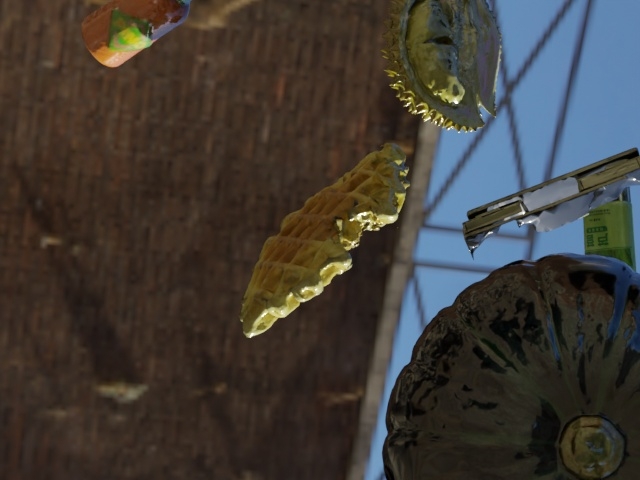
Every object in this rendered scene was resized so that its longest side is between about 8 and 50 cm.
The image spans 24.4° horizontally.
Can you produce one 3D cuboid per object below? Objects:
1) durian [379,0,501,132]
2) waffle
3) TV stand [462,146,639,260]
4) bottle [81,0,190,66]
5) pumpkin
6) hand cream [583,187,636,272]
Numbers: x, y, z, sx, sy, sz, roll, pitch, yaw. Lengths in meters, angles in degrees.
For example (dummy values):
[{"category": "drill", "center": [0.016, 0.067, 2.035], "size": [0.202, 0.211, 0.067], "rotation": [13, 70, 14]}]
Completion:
[{"category": "durian", "center": [0.123, -0.216, 1.566], "size": [0.102, 0.146, 0.208], "rotation": [-12, -123, 53]}, {"category": "waffle", "center": [-0.001, -0.002, 1.730], "size": [0.250, 0.056, 0.261], "rotation": [-35, -160, 28]}, {"category": "TV stand", "center": [0.260, -0.046, 1.468], "size": [0.042, 0.249, 0.036], "rotation": [-101, 166, -51]}, {"category": "bottle", "center": [-0.181, -0.264, 1.639], "size": [0.187, 0.069, 0.069], "rotation": [-30, -134, 28]}, {"category": "pumpkin", "center": [0.163, 0.137, 0.951], "size": [0.248, 0.248, 0.248], "rotation": [-173, -90, -75]}, {"category": "hand cream", "center": [0.344, 0.005, 1.762], "size": [0.095, 0.046, 0.175], "rotation": [-9, -100, 59]}]
